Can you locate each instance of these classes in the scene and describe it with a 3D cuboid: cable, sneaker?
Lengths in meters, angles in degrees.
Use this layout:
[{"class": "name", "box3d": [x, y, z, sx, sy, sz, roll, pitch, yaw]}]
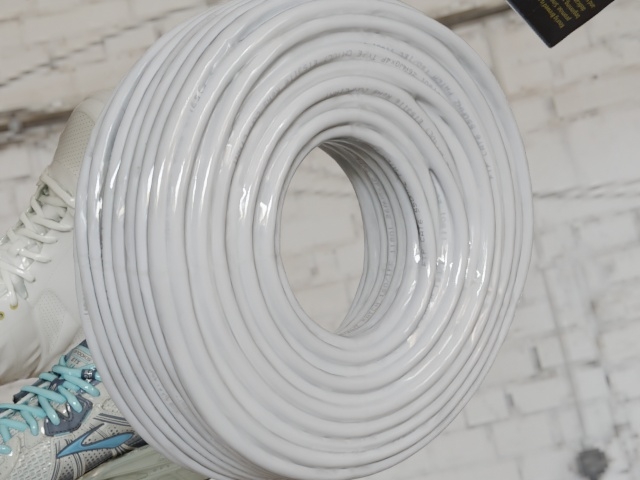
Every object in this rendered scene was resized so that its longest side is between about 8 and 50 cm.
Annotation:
[{"class": "cable", "box3d": [0.000, 0.000, 0.723, 0.257, 0.257, 0.089, 7, -4, -40]}, {"class": "sneaker", "box3d": [-0.195, 0.133, 1.070, 0.283, 0.122, 0.110, -12, 28, -40]}, {"class": "sneaker", "box3d": [-0.248, 0.012, 1.239, 0.169, 0.108, 0.292, -16, -49, -43]}]

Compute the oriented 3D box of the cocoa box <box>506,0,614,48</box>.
[{"class": "cocoa box", "box3d": [0.166, -0.376, 1.206, 0.228, 0.231, 0.347, -37, -39, 15]}]
